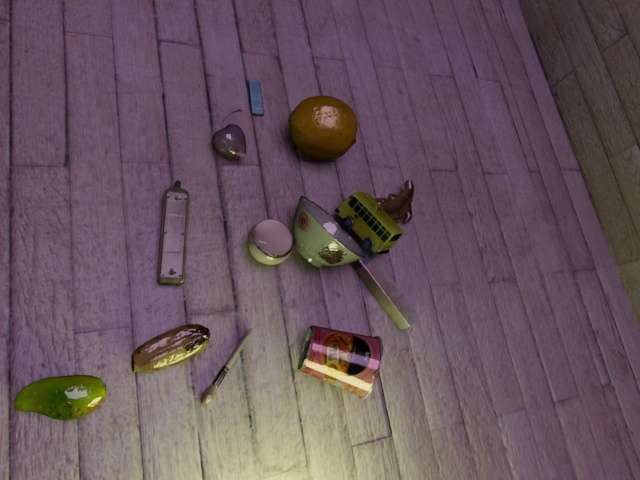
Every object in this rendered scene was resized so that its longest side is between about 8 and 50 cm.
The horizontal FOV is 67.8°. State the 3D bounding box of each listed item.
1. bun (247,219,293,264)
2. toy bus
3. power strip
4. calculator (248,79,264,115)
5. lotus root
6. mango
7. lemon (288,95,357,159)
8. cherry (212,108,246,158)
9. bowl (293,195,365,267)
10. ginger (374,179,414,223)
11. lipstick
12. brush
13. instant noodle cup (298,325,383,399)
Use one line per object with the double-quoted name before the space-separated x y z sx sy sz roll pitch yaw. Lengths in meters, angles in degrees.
"bun" -0.190 0.013 1.770 0.172 0.120 0.173 12 59 -21
"toy bus" 0.198 -0.076 1.921 0.262 0.150 0.128 49 26 19
"power strip" -0.515 -0.033 1.674 0.092 0.066 0.388 6 71 -21
"calculator" -0.274 -0.608 2.026 0.057 0.018 0.172 -1 71 -26
"lotus root" -0.479 0.344 1.528 0.258 0.097 0.110 -19 72 -21
"mango" -0.737 0.450 1.358 0.233 0.111 0.125 -3 68 -24
"lemon" 0.008 -0.467 1.963 0.310 0.258 0.258 10 67 -24
"cherry" -0.330 -0.402 1.871 0.148 0.115 0.188 37 53 14
"bowl" 0.000 0.000 1.808 0.337 0.337 0.157 42 101 -5
"ginger" 0.309 -0.128 2.080 0.333 0.080 0.166 -32 102 -31
"lipstick" 0.252 0.189 1.929 0.076 0.080 0.371 -36 88 -32
"brush" -0.314 0.418 1.611 0.039 0.042 0.299 36 57 -7
"instant noodle cup" 0.062 0.416 1.685 0.255 0.244 0.244 18 64 -8
